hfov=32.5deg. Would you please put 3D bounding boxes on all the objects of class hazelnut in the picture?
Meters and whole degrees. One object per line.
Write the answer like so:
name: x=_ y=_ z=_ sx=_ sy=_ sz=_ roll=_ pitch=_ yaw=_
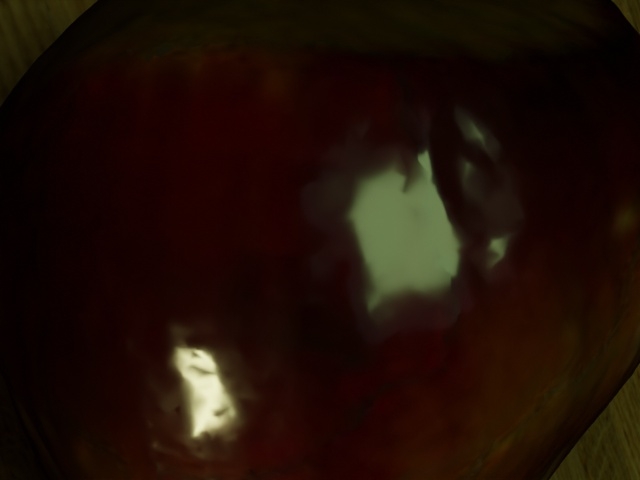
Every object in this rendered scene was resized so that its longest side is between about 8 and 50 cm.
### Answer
hazelnut: x=0.000 y=0.000 z=0.649 sx=0.429 sy=0.402 sz=0.402 roll=-39 pitch=109 yaw=-48
